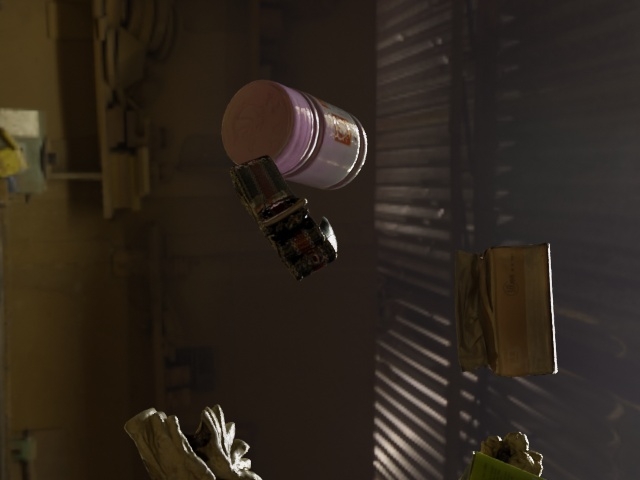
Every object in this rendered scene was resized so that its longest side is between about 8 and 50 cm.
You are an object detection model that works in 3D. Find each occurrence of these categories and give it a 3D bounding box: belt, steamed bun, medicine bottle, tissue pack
[{"bbox_3d":[-0.079,-0.054,1.435,0.126,0.094,0.359,63,-5,-32],"label":"belt"},{"bbox_3d":[-0.283,0.565,1.989,0.428,0.189,0.247,59,4,-3],"label":"steamed bun"},{"bbox_3d":[-0.052,-0.234,1.811,0.315,0.202,0.202,10,74,-58],"label":"medicine bottle"},{"bbox_3d":[0.601,0.695,2.508,0.106,0.192,0.178,57,15,-50],"label":"steamed bun"},{"bbox_3d":[0.434,0.164,1.901,0.238,0.238,0.306,167,-79,-78],"label":"tissue pack"},{"bbox_3d":[0.449,0.634,1.898,0.141,0.250,0.137,-59,168,-47],"label":"medicine bottle"}]

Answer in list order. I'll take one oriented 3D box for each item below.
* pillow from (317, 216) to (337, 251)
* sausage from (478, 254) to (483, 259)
[{"bbox_3d":[-0.002,0.001,1.911,0.055,0.091,0.135,-45,177,26],"label":"pillow"},{"bbox_3d":[0.463,0.127,2.359,0.089,0.089,0.179,-112,-165,-58],"label":"sausage"}]
